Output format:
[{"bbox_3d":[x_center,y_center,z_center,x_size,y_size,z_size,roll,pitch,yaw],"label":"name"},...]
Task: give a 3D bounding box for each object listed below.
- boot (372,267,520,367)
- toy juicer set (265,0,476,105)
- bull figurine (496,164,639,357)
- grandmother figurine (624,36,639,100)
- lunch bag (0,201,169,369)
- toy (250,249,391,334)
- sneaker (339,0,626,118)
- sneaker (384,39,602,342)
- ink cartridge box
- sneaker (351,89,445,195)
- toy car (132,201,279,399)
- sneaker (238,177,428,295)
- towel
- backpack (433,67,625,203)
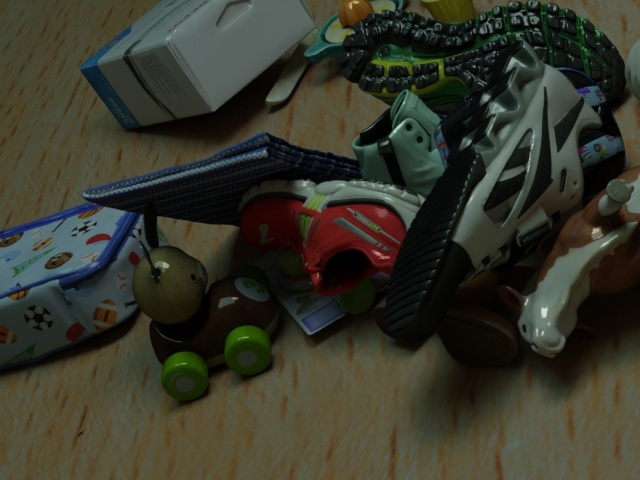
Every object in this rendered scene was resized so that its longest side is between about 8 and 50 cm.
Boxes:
[{"bbox_3d":[0.161,0.047,1.565,0.152,0.073,0.197,-39,32,-27],"label":"boot"},{"bbox_3d":[0.058,-0.325,2.242,0.329,0.089,0.209,-22,29,12],"label":"toy juicer set"},{"bbox_3d":[0.301,-0.014,1.451,0.310,0.101,0.188,-37,-9,-27],"label":"bull figurine"},{"bbox_3d":[0.497,-0.233,1.701,0.342,0.104,0.208,-19,2,22],"label":"grandmother figurine"},{"bbox_3d":[-0.354,0.046,1.984,0.303,0.115,0.243,-15,29,22],"label":"lunch bag"},{"bbox_3d":[0.001,0.016,1.772,0.137,0.056,0.237,-32,28,-7],"label":"toy"},{"bbox_3d":[0.205,-0.211,1.879,0.343,0.146,0.134,9,82,27],"label":"sneaker"},{"bbox_3d":[0.180,-0.027,1.492,0.330,0.146,0.122,-61,13,-21],"label":"sneaker"},{"bbox_3d":[-0.184,-0.287,2.299,0.223,0.129,0.307,-42,19,-25],"label":"ink cartridge box"},{"bbox_3d":[0.161,-0.114,1.739,0.256,0.151,0.094,-26,27,3],"label":"sneaker"},{"bbox_3d":[-0.145,0.049,1.707,0.149,0.188,0.155,-23,29,11],"label":"toy car"},{"bbox_3d":[0.000,0.000,1.656,0.279,0.107,0.118,-3,71,51],"label":"sneaker"},{"bbox_3d":[-0.079,-0.066,1.783,0.243,0.040,0.336,-14,-11,26],"label":"towel"},{"bbox_3d":[0.230,-0.098,1.657,0.173,0.158,0.117,-22,-4,-27],"label":"backpack"}]
